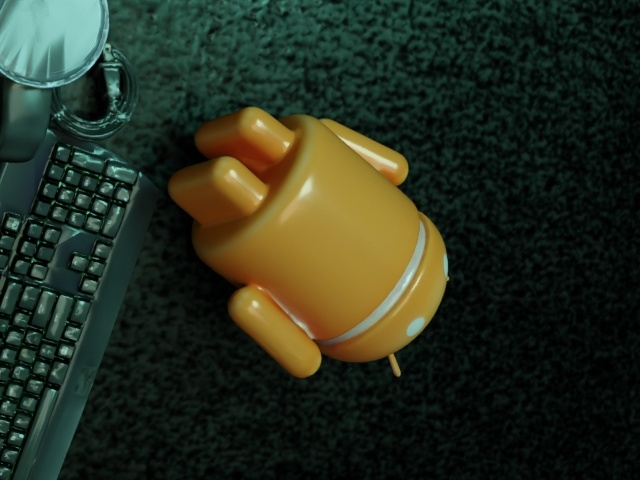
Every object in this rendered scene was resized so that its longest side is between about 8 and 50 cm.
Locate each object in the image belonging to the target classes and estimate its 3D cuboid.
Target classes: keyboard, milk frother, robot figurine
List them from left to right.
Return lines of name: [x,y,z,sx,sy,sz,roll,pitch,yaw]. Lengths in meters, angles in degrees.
keyboard: [-0.241,0.071,0.923,0.201,0.033,0.317,19,92,-27]
milk frother: [-0.162,-0.117,0.856,0.143,0.135,0.129,-18,103,-29]
robot figurine: [0.001,-0.002,0.965,0.128,0.158,0.219,-40,118,20]
